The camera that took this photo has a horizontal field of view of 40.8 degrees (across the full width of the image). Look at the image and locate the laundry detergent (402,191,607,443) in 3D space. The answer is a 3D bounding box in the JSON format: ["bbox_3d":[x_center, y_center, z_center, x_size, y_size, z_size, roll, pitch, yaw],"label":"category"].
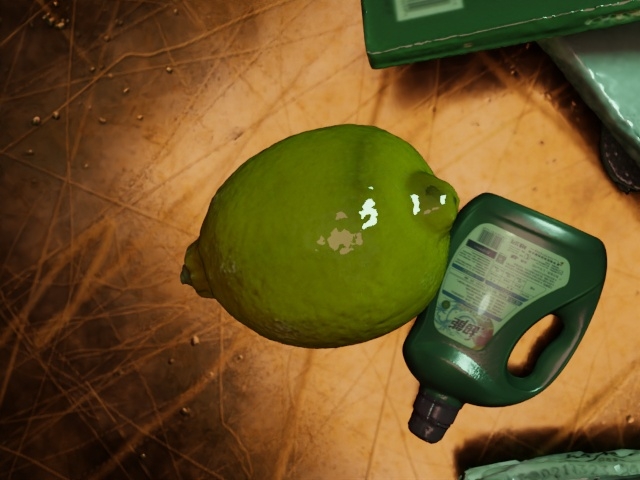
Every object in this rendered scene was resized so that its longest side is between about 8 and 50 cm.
[{"bbox_3d":[0.149,0.079,0.747,0.144,0.078,0.221,23,94,4],"label":"laundry detergent"}]

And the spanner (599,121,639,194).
[{"bbox_3d":[0.384,-0.020,0.735,0.325,0.026,0.093,33,93,5],"label":"spanner"}]

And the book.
[{"bbox_3d":[0.210,-0.270,0.685,0.371,0.043,0.260,-8,59,10],"label":"book"}]

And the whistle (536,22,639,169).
[{"bbox_3d":[0.345,-0.083,0.658,0.168,0.188,0.405,-36,49,-18],"label":"whistle"}]

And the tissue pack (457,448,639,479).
[{"bbox_3d":[0.250,0.343,0.717,0.245,0.123,0.332,-9,90,6],"label":"tissue pack"}]

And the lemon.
[{"bbox_3d":[0.000,0.000,0.715,0.248,0.184,0.184,-14,89,22],"label":"lemon"}]
